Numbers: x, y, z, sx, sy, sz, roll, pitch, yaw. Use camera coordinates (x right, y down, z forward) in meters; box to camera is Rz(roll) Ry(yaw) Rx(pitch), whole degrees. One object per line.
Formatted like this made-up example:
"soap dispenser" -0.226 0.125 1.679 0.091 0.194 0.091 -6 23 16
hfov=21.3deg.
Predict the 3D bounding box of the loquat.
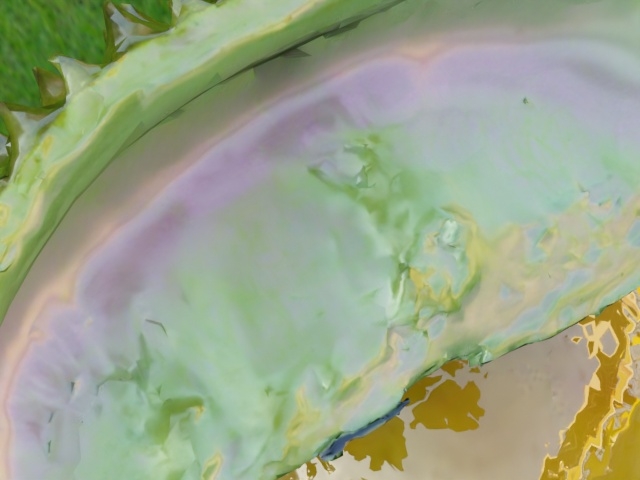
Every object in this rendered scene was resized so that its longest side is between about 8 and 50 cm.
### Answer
"loquat" 0.053 0.054 0.747 0.263 0.263 0.263 0 76 1

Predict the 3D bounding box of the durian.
"durian" -0.009 -0.004 0.570 0.355 0.157 0.169 -36 79 -12
